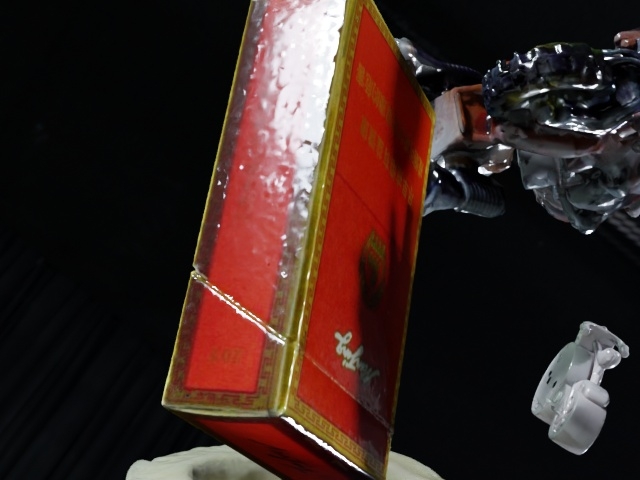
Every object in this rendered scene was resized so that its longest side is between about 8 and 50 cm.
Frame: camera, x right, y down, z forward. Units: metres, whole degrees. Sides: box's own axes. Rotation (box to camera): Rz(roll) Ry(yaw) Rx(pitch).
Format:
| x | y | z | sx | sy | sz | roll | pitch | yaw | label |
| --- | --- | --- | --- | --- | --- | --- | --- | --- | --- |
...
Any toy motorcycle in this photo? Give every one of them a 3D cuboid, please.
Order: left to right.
| x | y | z | sx | sy | sz | roll | pitch | yaw | label |
| --- | --- | --- | --- | --- | --- | --- | --- | --- | --- |
| 0.154 | -0.080 | 0.839 | 0.401 | 0.134 | 0.207 | 3 | -20 | -30 | toy motorcycle |

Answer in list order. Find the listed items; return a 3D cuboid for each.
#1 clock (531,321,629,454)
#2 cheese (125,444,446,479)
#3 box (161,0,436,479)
| x | y | z | sx | sy | sz | roll | pitch | yaw | label |
| --- | --- | --- | --- | --- | --- | --- | --- | --- | --- |
| 0.192 | 0.109 | 0.878 | 0.041 | 0.129 | 0.087 | 30 | -77 | 0 | clock |
| 0.019 | 0.256 | 0.852 | 0.292 | 0.332 | 0.153 | 22 | -77 | 48 | cheese |
| -0.001 | 0.000 | 0.643 | 0.074 | 0.240 | 0.153 | 2 | -23 | 19 | box |
